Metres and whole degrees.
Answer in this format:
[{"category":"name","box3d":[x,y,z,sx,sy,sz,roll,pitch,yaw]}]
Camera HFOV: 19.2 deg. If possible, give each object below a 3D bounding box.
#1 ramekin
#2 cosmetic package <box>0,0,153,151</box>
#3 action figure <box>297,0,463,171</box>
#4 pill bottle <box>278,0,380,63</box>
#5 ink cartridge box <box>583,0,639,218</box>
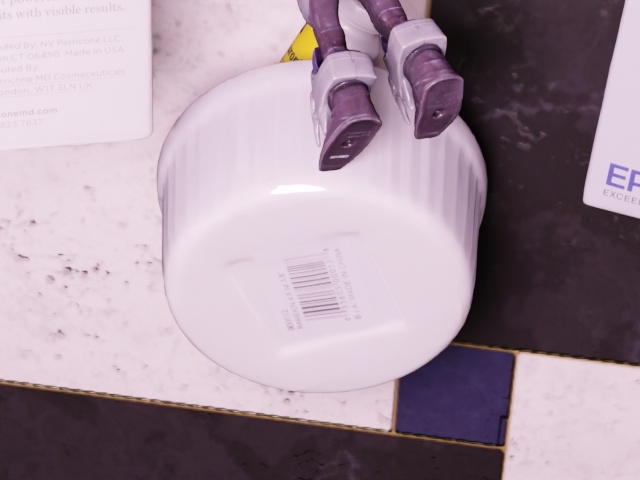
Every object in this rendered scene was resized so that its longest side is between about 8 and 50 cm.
[{"category":"ramekin","box3d":[0.000,0.000,1.542,0.277,0.135,0.277,1,135,1]},{"category":"cosmetic package","box3d":[-0.221,-0.316,1.385,0.162,0.230,0.453,-6,118,-15]},{"category":"action figure","box3d":[0.010,-0.203,1.437,0.185,0.285,0.099,-12,156,-12]},{"category":"pill bottle","box3d":[0.009,-0.151,1.546,0.065,0.065,0.116,32,117,-7]},{"category":"ink cartridge box","box3d":[0.388,-0.133,1.442,0.324,0.071,0.330,15,127,13]}]
